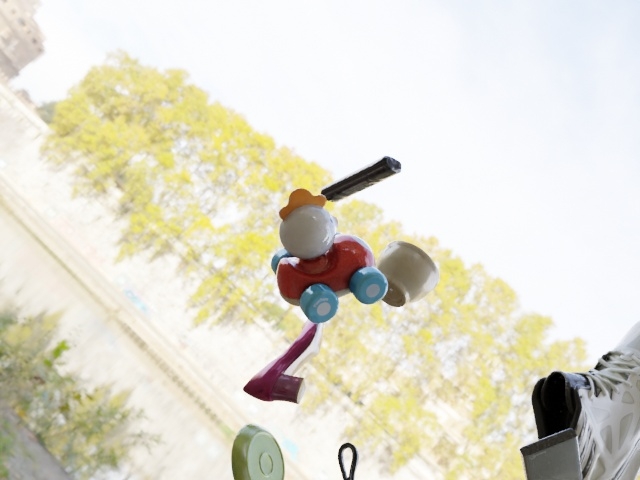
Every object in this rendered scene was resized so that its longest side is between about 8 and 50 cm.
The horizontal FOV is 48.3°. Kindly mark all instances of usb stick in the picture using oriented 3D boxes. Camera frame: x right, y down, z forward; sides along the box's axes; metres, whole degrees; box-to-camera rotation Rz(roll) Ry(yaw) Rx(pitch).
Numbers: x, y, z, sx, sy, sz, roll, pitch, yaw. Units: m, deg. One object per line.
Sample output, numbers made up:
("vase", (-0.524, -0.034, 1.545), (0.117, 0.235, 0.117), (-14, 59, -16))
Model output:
("usb stick", (0.108, -0.166, 1.968), (0.077, 0.045, 0.278), (14, -24, -37))

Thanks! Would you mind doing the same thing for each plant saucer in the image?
("plant saucer", (-0.165, 0.635, 2.021), (0.037, 0.241, 0.241), (-19, -55, 26))

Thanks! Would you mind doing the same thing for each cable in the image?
("cable", (0.100, 0.785, 2.231), (0.072, 0.140, 0.287), (42, 24, -56))

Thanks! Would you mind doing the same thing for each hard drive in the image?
("hard drive", (0.385, 0.375, 1.189), (0.022, 0.094, 0.135), (-112, -178, -55))

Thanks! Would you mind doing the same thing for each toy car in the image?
("toy car", (0.000, 0.000, 1.429), (0.219, 0.210, 0.237), (-132, -153, -57))

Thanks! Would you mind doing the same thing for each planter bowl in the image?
("planter bowl", (0.198, 0.097, 1.767), (0.162, 0.109, 0.162), (28, -36, 22))

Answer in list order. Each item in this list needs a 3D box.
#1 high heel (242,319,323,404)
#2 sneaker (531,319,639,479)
("high heel", (-0.105, 0.346, 2.258), (0.181, 0.377, 0.127), (8, -51, 14))
("sneaker", (0.584, 0.291, 1.430), (0.169, 0.447, 0.257), (4, -36, 53))
